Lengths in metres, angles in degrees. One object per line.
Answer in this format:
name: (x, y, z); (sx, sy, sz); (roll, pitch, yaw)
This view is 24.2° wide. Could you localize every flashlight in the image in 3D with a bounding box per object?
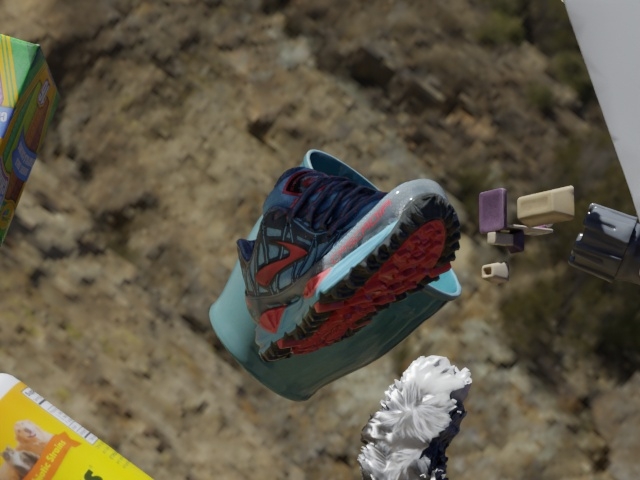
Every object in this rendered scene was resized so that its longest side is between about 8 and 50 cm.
flashlight: (0.443, 0.041, 1.715); (0.304, 0.103, 0.103); (22, 22, 9)

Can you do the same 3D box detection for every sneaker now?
sneaker: (0.000, 0.000, 1.069); (0.104, 0.262, 0.125); (-16, 77, -32)

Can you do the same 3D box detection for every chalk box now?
chalk box: (-0.341, -0.080, 1.359); (0.132, 0.213, 0.132); (17, -15, 2)

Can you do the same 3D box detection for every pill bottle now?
pill bottle: (-0.185, 0.165, 0.939); (0.215, 0.117, 0.117); (36, 16, -1)

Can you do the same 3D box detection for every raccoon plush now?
raccoon plush: (0.100, 0.390, 1.627); (0.216, 0.446, 0.299); (23, -30, 19)

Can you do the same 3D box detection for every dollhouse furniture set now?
dollhouse furniture set: (0.221, -0.006, 1.443); (0.081, 0.091, 0.114); (6, -11, -34)

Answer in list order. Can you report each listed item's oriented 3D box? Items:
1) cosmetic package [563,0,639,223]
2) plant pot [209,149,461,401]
cosmetic package: (0.316, -0.145, 1.057); (0.138, 0.224, 0.225); (-9, 80, -55)
plant pot: (0.001, 0.065, 1.959); (0.271, 0.255, 0.272); (40, 14, -12)
